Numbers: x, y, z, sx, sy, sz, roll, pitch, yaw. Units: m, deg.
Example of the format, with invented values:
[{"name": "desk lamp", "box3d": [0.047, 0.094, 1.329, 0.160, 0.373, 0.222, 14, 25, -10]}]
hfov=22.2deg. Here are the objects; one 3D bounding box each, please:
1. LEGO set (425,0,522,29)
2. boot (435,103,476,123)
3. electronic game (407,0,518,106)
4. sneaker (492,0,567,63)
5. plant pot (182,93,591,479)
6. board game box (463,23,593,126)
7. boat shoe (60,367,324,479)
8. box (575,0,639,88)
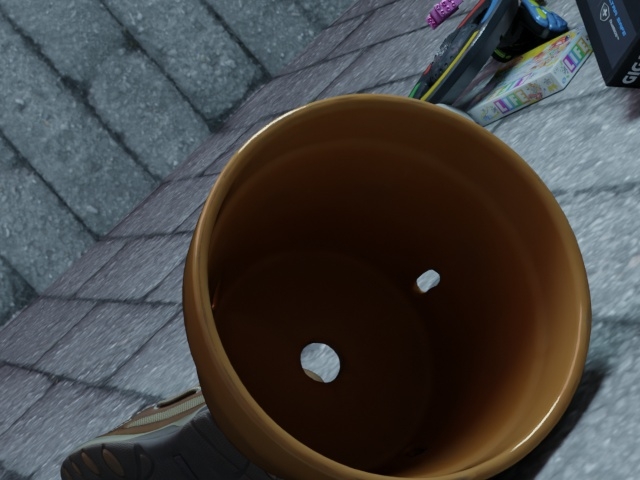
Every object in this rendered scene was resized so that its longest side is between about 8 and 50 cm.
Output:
[{"name": "LEGO set", "box3d": [0.256, -0.345, 2.229, 0.227, 0.087, 0.093, -39, -2, 7]}, {"name": "boot", "box3d": [0.114, -0.090, 1.864, 0.086, 0.069, 0.190, -54, -8, 34]}, {"name": "electronic game", "box3d": [0.166, -0.226, 1.990, 0.229, 0.048, 0.229, -53, 7, 9]}, {"name": "sneaker", "box3d": [0.251, -0.259, 2.060, 0.078, 0.067, 0.188, -64, 18, -5]}, {"name": "plant pot", "box3d": [0.025, 0.065, 1.208, 0.291, 0.291, 0.203, -48, -1, -28]}, {"name": "board game box", "box3d": [0.246, -0.191, 1.901, 0.154, 0.026, 0.103, -23, 22, 51]}, {"name": "boat shoe", "box3d": [-0.111, 0.192, 1.491, 0.324, 0.123, 0.116, -19, 17, 42]}, {"name": "box", "box3d": [0.323, -0.345, 1.543, 0.293, 0.073, 0.295, 118, 148, -50]}]
